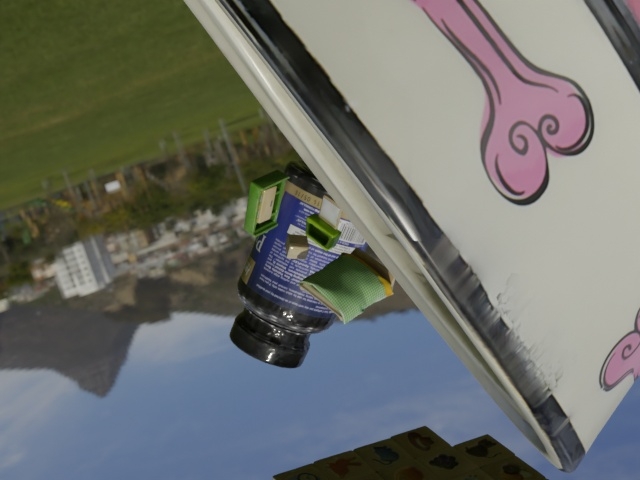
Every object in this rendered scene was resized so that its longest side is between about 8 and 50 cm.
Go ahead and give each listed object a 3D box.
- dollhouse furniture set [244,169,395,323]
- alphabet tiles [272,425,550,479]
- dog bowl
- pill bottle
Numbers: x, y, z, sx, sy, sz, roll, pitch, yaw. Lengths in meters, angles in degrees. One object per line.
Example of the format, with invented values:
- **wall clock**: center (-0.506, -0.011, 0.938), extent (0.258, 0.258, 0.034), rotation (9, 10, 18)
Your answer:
- **dollhouse furniture set**: center (0.000, 0.000, 0.925), extent (0.152, 0.058, 0.076), rotation (37, -137, 26)
- **alphabet tiles**: center (0.110, 0.309, 1.165), extent (0.342, 0.011, 0.285), rotation (-12, -157, -28)
- **dog bowl**: center (0.047, -0.094, 0.511), extent (0.150, 0.408, 0.408), rotation (-38, -174, 0)
- **pill bottle**: center (-0.022, 0.029, 1.168), extent (0.123, 0.219, 0.123), rotation (22, -168, -5)
